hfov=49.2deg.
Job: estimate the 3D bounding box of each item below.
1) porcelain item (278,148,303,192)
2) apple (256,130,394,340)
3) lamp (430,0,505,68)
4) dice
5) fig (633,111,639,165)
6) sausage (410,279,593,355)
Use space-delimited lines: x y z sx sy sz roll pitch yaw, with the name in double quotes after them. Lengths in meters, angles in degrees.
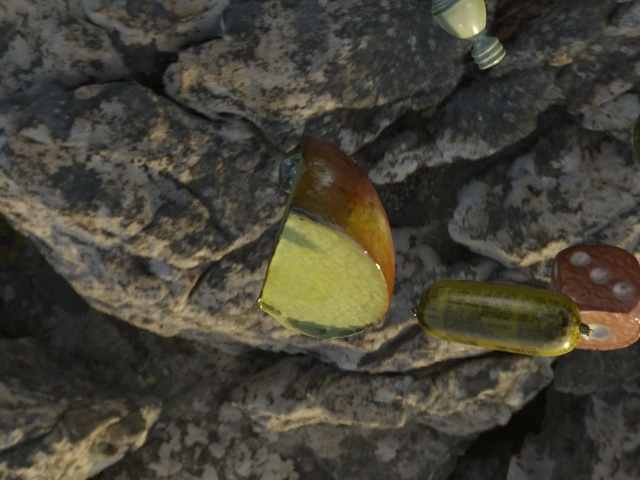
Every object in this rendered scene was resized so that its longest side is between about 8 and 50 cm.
0.023 -0.066 1.112 0.081 0.215 0.069 -24 137 -28 "porcelain item"
0.000 0.000 0.917 0.179 0.346 0.254 -30 72 -22 "apple"
0.302 -0.439 1.417 0.106 0.106 0.193 -34 104 17 "lamp"
0.585 0.120 1.489 0.173 0.179 0.175 3 142 13 "dice"
0.508 -0.132 0.898 0.207 0.207 0.230 46 139 -8 "fig"
0.326 0.140 1.295 0.347 0.123 0.123 5 111 36 "sausage"
